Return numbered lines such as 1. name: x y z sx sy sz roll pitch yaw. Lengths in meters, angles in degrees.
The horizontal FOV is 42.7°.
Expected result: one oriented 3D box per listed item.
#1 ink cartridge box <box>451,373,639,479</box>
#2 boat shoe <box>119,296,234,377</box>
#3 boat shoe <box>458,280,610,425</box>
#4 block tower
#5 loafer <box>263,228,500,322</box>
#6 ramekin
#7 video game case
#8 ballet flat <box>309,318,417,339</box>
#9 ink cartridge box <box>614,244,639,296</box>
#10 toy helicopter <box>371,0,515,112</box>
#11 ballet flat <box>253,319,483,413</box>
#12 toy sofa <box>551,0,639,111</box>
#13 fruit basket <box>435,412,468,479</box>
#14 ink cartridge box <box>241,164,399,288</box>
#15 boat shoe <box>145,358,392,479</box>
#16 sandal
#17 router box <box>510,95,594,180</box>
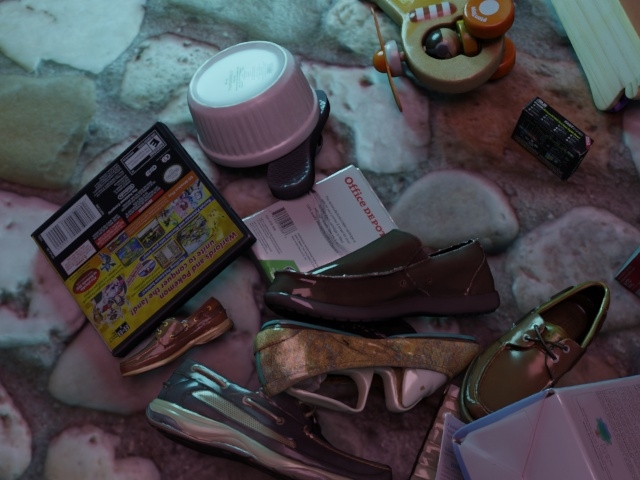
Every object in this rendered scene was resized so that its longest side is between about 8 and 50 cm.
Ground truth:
1. ink cartridge box: 0.355 0.316 0.988 0.151 0.396 0.270 -33 66 33
2. boat shoe: -0.218 0.143 1.205 0.178 0.064 0.060 -28 92 -17
3. boat shoe: 0.301 0.147 1.136 0.111 0.104 0.307 40 50 15
4. block tower: 0.155 0.357 1.109 0.091 0.097 0.335 23 68 8
5. loafer: 0.087 0.050 1.172 0.366 0.134 0.130 0 85 -28
6. ramekin: -0.113 -0.225 1.303 0.207 0.109 0.207 -12 45 12
7. video game case: -0.273 -0.004 1.244 0.275 0.035 0.248 -41 72 4
8. ballet flat: 0.067 0.130 1.239 0.173 0.049 0.057 18 45 1
9. ink cartridge box: 0.567 0.047 1.225 0.176 0.127 0.128 39 71 15
10. toy helicopter: 0.157 -0.375 1.422 0.235 0.140 0.355 -38 62 -6
11. ballet flat: 0.073 0.183 1.132 0.349 0.123 0.123 8 65 -23
12. toy sofa: 0.530 -0.405 1.424 0.150 0.177 0.362 -5 65 -30
13. fruit basket: 0.207 0.432 1.001 0.165 0.327 0.353 -17 52 40
14. ink cartridge box: 0.000 0.000 1.261 0.208 0.087 0.153 -27 69 -10
15. boat shoe: -0.062 0.255 1.130 0.356 0.132 0.130 19 68 6
16. sandal: -0.038 -0.153 1.324 0.097 0.054 0.254 -6 46 19
17. router box: 0.376 -0.165 1.333 0.038 0.092 0.122 -42 74 -16
